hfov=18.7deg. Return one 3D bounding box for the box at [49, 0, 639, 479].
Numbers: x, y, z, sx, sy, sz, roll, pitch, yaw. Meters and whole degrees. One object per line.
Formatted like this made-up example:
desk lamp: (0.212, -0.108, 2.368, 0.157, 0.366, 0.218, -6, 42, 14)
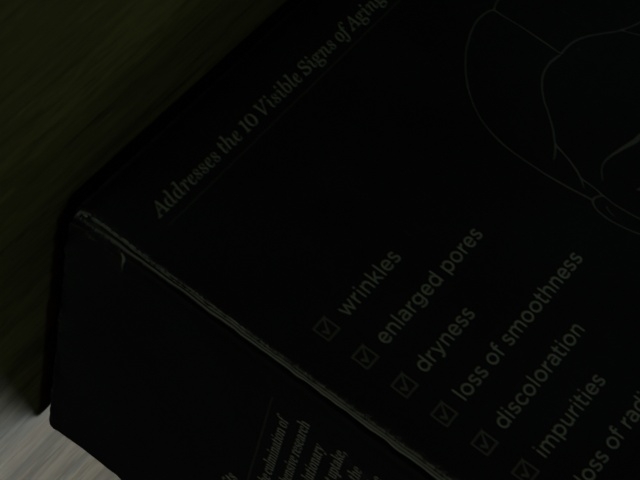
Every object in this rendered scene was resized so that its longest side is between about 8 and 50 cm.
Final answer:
box: (0.145, 0.045, 1.352, 0.480, 0.472, 0.297, -46, 166, -32)
